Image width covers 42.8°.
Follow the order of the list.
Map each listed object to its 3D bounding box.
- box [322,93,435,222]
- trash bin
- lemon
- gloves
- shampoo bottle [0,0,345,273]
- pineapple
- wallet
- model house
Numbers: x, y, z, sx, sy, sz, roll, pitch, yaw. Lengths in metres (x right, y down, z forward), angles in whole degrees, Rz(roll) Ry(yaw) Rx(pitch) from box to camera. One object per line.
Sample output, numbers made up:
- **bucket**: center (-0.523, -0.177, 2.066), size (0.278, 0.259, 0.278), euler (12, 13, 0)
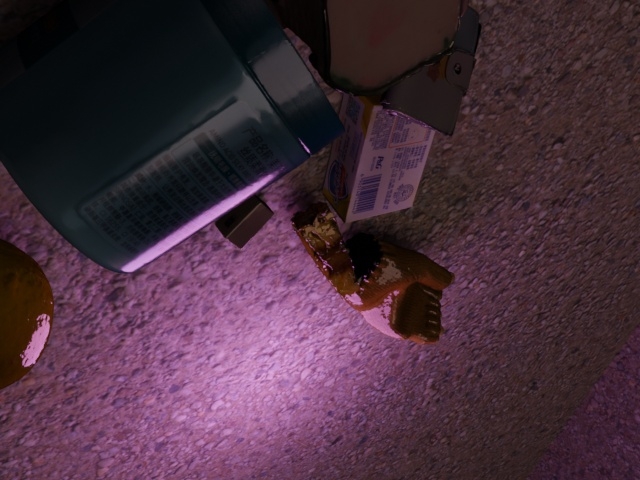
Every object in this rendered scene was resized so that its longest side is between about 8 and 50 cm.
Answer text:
- **box**: center (0.112, -0.172, 1.497), size (0.168, 0.097, 0.265), euler (-15, 138, -27)
- **trash bin**: center (-0.136, -0.037, 1.485), size (0.092, 0.043, 0.061), euler (-45, 142, 3)
- **lemon**: center (-0.518, 0.104, 1.148), size (0.284, 0.260, 0.261), euler (-24, 146, -50)
- **gloves**: center (0.162, 0.100, 1.775), size (0.356, 0.155, 0.203), euler (36, 96, -36)
- **shampoo bottle**: center (-0.197, -0.176, 1.030), size (0.342, 0.331, 0.331), euler (-35, 143, 4)
- **pineapple**: center (0.001, -0.001, 1.568), size (0.079, 0.135, 0.233), euler (-26, 133, -1)
- **wallet**: center (0.186, -0.302, 1.369), size (0.170, 0.069, 0.231), euler (16, 88, -35)
- **model house**: center (0.040, -0.352, 1.131), size (0.236, 0.237, 0.202), euler (-30, 144, -16)
